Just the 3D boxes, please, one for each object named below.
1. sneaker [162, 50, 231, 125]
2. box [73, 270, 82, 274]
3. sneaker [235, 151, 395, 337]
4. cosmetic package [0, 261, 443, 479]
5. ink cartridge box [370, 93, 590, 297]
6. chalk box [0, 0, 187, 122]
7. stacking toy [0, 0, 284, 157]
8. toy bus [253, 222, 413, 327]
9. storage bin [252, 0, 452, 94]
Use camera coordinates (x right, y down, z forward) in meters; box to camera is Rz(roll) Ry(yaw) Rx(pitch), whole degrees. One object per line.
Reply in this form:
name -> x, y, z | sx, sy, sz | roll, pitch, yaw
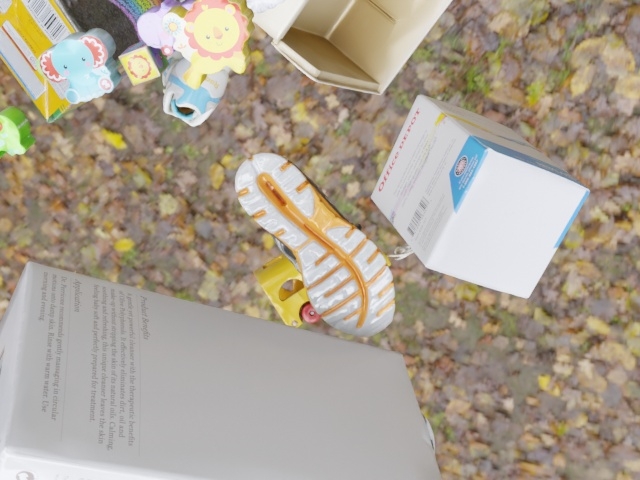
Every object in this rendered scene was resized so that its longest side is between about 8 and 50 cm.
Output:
sneaker -> -0.188, -0.212, 1.265 | 0.087, 0.229, 0.092 | 24, 84, -14
box -> -0.387, 0.150, 1.491 | 0.164, 0.021, 0.201 | -37, 132, 14
sneaker -> 0.000, 0.000, 0.878 | 0.084, 0.083, 0.215 | -35, 100, 2
cosmetic package -> -0.093, 0.172, 0.754 | 0.365, 0.197, 0.155 | 18, 124, -24
ink cartridge box -> 0.205, -0.066, 1.215 | 0.168, 0.232, 0.171 | 17, 111, -23
chalk box -> -0.251, -0.309, 1.115 | 0.179, 0.289, 0.180 | -22, 106, 49
stacking toy -> -0.131, -0.131, 0.607 | 0.221, 0.167, 0.052 | -17, 116, 17
toy bus -> 0.007, 0.031, 1.220 | 0.191, 0.202, 0.104 | -24, 102, 40
storage bin -> 0.070, -0.327, 1.103 | 0.123, 0.260, 0.262 | 43, 109, 13
